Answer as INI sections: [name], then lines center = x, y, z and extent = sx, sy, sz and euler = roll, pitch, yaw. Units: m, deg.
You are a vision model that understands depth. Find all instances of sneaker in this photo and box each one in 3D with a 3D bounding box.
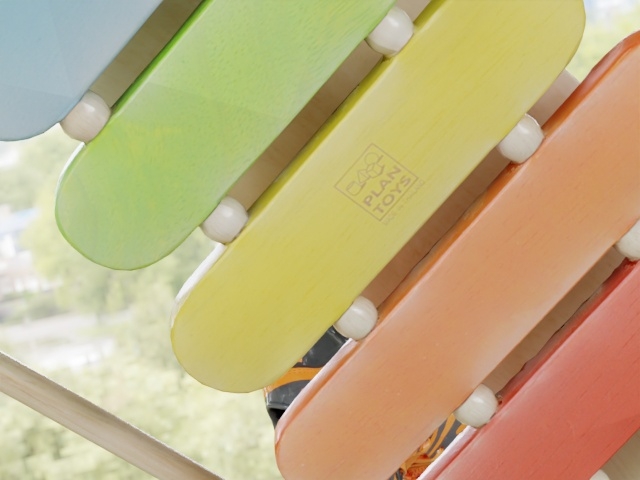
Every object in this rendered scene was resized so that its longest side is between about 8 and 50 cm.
[sneaker]
center = 0.056, 0.189, 1.394
extent = 0.124, 0.321, 0.180
euler = -36, 36, 29

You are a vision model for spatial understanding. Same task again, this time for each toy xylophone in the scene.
[toy xylophone]
center = 0.000, 0.000, 0.490
extent = 0.322, 0.236, 0.081
euler = 29, 17, -19
